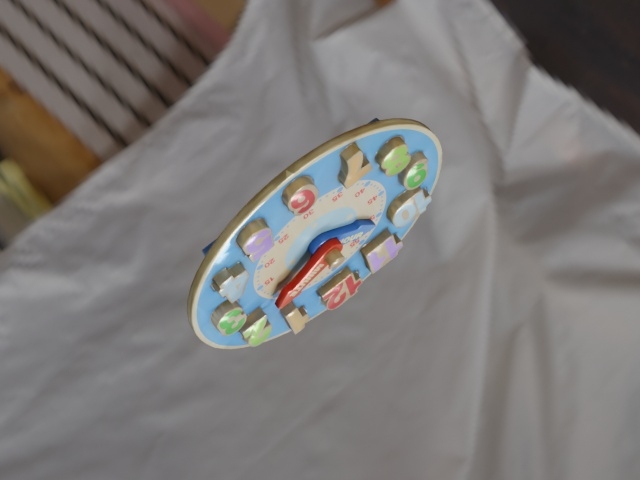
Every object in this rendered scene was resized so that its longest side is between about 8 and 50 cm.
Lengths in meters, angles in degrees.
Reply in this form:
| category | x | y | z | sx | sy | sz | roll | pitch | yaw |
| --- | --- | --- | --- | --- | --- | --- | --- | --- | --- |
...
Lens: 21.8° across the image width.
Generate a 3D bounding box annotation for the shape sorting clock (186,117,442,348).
| category | x | y | z | sx | sy | sz | roll | pitch | yaw |
| --- | --- | --- | --- | --- | --- | --- | --- | --- | --- |
| shape sorting clock | 0.000 | 0.000 | 1.102 | 0.040 | 0.206 | 0.206 | 50 | 145 | 20 |
